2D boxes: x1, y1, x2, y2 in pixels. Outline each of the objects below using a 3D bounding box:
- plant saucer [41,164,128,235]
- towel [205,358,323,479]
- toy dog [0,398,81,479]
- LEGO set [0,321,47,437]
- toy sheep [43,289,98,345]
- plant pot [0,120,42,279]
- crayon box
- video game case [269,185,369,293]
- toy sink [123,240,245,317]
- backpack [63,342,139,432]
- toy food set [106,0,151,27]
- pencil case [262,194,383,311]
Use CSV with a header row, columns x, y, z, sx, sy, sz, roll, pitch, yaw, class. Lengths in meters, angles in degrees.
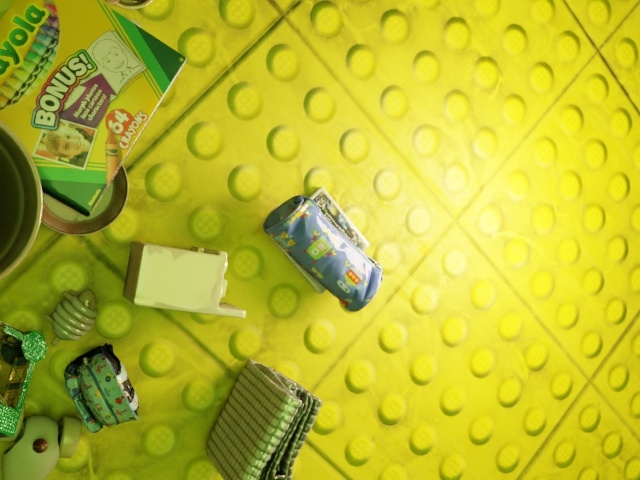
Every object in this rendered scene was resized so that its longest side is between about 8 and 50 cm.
x,y,z,sx,sy,sz,roll,pitch,yaw,class
-0.491,-0.109,1.425,0.199,0.036,0.198,-2,94,-23,plant saucer
-0.117,0.396,1.487,0.121,0.284,0.235,31,82,-23,towel
-0.568,0.476,1.359,0.220,0.161,0.333,-3,94,-23,toy dog
-0.685,0.231,1.274,0.331,0.192,0.255,39,46,-57,LEGO set
-0.497,0.155,1.415,0.091,0.091,0.132,36,93,-21,toy sheep
-0.678,-0.067,1.191,0.323,0.280,0.323,-2,92,-40,plant pot
-0.486,-0.280,1.350,0.313,0.106,0.363,32,76,-15,crayon box
0.000,0.000,1.657,0.173,0.022,0.190,-45,108,-15,video game case
-0.274,0.076,1.470,0.234,0.153,0.131,10,89,-23,toy sink
-0.431,0.303,1.402,0.117,0.173,0.158,-26,104,-20,backpack
-0.395,-0.537,1.439,0.132,0.038,0.192,14,87,-24,toy food set
0.016,0.026,1.586,0.133,0.119,0.306,-43,110,10,pencil case
